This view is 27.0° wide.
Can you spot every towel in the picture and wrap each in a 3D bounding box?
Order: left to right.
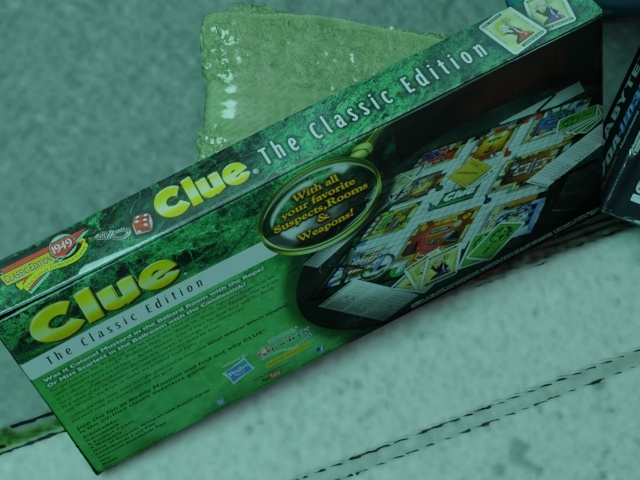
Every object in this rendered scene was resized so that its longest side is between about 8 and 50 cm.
[{"bbox_3d":[0.014,-0.052,0.630,0.148,0.027,0.110,5,81,-13],"label":"towel"}]

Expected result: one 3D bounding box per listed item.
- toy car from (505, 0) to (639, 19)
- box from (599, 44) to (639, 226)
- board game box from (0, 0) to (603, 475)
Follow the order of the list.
[{"bbox_3d":[0.042,-0.214,0.585,0.237,0.210,0.219,-1,93,0],"label":"toy car"},{"bbox_3d":[0.261,-0.060,0.636,0.220,0.051,0.175,20,107,-9],"label":"box"},{"bbox_3d":[0.000,0.000,0.552,0.259,0.136,0.030,-27,57,-8],"label":"board game box"}]
